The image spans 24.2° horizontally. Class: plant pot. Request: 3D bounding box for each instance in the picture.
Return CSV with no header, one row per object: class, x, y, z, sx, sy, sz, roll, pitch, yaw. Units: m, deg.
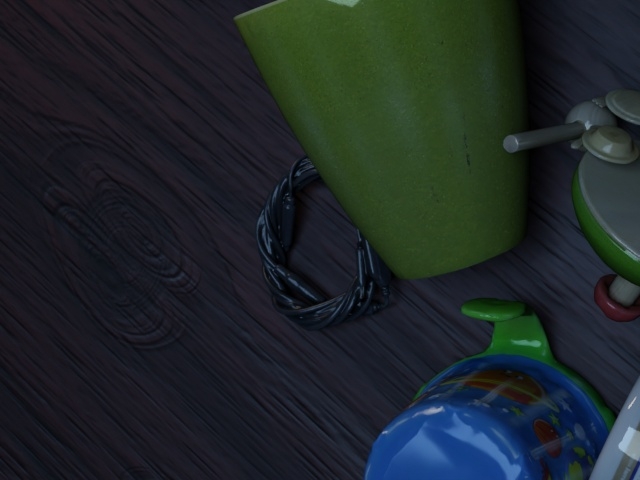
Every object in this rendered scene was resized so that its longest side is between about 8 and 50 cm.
plant pot,0.091,-0.120,1.449,0.275,0.275,0.293,-15,99,23

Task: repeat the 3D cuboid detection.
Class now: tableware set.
tableware set,0.320,-0.088,1.395,0.169,0.141,0.020,30,128,21

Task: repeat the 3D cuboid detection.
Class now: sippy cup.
sippy cup,0.153,0.227,1.424,0.240,0.224,0.305,-32,78,21

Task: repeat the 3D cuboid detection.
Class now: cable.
cable,0.000,0.000,1.593,0.151,0.047,0.184,-15,87,28

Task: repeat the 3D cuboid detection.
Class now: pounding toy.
pounding toy,0.282,-0.012,1.416,0.237,0.183,0.110,44,133,18

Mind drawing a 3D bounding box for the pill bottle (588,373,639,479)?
pill bottle,0.384,0.224,1.324,0.265,0.153,0.153,26,101,15
